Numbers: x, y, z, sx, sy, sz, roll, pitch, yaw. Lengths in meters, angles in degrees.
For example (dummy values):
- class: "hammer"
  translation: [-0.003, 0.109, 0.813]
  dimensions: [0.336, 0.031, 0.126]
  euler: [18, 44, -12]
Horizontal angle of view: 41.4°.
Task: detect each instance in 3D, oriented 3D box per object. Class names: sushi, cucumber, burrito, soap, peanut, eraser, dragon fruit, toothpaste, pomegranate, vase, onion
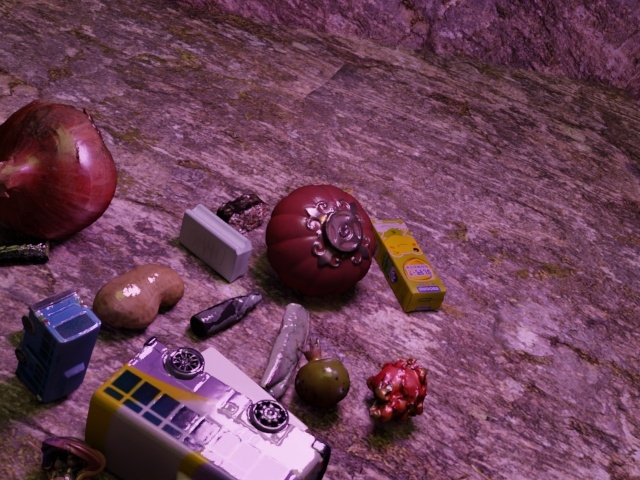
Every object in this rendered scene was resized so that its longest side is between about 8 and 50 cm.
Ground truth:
- class: "sushi"
  translation: [-0.217, -0.074, 2.389]
  dimensions: [0.150, 0.090, 0.078]
  euler: [-22, 49, -40]
- class: "cucumber"
  translation: [-0.765, 0.028, 2.052]
  dimensions: [0.215, 0.052, 0.058]
  euler: [-3, 22, -25]
- class: "burrito"
  translation: [-0.082, 0.266, 2.000]
  dimensions: [0.066, 0.096, 0.309]
  euler: [-3, 34, 17]
- class: "soap"
  translation: [-0.277, 0.007, 2.234]
  dimensions: [0.198, 0.119, 0.066]
  euler: [36, 42, 21]
- class: "peanut"
  translation: [-0.425, 0.131, 2.014]
  dimensions: [0.253, 0.122, 0.137]
  euler: [-36, 102, -49]
- class: "eraser"
  translation: [-0.168, 0.361, 1.863]
  dimensions: [0.298, 0.076, 0.078]
  euler: [36, 41, 22]
- class: "dragon fruit"
  translation: [0.173, 0.357, 1.968]
  dimensions: [0.150, 0.133, 0.208]
  euler: [35, 36, 15]
- class: "toothpaste"
  translation: [0.236, 0.065, 2.417]
  dimensions: [0.110, 0.077, 0.327]
  euler: [0, 40, -25]
- class: "pomegranate"
  translation: [-0.009, 0.311, 1.945]
  dimensions: [0.159, 0.129, 0.129]
  euler: [47, 42, 9]
- class: "vase"
  translation: [-0.225, 0.174, 2.091]
  dimensions: [0.060, 0.060, 0.211]
  euler: [39, 41, 25]
- class: "onion"
  translation: [-0.683, -0.177, 2.127]
  dimensions: [0.354, 0.353, 0.353]
  euler: [12, 37, -9]

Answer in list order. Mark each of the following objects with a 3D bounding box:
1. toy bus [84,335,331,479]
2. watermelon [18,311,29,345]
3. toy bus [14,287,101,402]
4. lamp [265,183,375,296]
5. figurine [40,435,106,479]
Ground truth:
- class: "toy bus"
  translation: [-0.226, 0.412, 1.659]
  dimensions: [0.440, 0.209, 0.249]
  euler: [29, 38, 13]
- class: "watermelon"
  translation: [-0.640, 0.202, 1.900]
  dimensions: [0.061, 0.085, 0.085]
  euler: [9, 24, 41]
- class: "toy bus"
  translation: [-0.543, 0.225, 1.751]
  dimensions: [0.133, 0.234, 0.116]
  euler: [43, 42, 17]
- class: "lamp"
  translation: [0.000, 0.000, 2.240]
  dimensions: [0.303, 0.257, 0.303]
  euler: [6, 77, -30]
- class: "figurine"
  translation: [-0.473, 0.451, 1.605]
  dimensions: [0.126, 0.114, 0.157]
  euler: [-14, 68, 13]
